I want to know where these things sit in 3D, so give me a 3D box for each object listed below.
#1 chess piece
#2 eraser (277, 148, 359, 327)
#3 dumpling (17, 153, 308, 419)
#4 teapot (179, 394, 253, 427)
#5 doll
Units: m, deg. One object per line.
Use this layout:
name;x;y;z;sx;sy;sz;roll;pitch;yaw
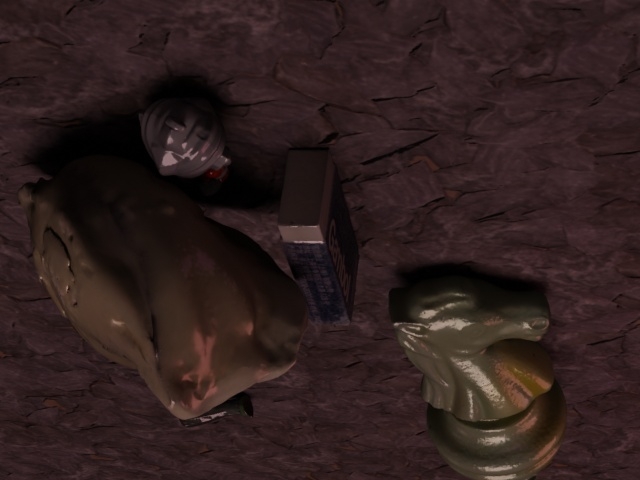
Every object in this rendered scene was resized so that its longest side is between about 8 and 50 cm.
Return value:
chess piece;0.188;0.140;1.447;0.175;0.176;0.298;-3;139;18
eraser;0.000;0.000;1.247;0.046;0.092;0.212;2;151;11
dumpling;-0.143;0.012;1.184;0.242;0.318;0.187;-11;139;-34
teapot;-0.150;0.245;1.813;0.110;0.043;0.043;-9;149;21
doll;-0.120;-0.084;1.133;0.094;0.079;0.180;29;168;8
